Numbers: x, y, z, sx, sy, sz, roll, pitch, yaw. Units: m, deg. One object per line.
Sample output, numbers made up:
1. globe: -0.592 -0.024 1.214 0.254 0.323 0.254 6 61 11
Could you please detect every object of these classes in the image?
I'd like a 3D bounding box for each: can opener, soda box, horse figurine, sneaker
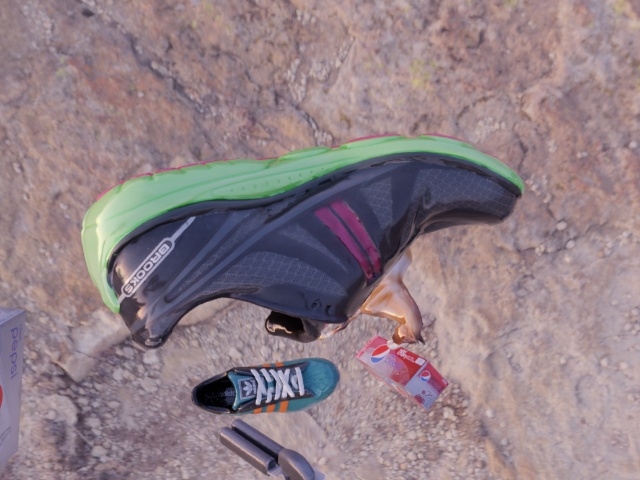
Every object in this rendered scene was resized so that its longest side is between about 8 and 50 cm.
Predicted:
1. can opener: -0.103 0.451 1.481 0.280 0.093 0.074 17 27 39
2. soda box: 0.188 0.307 1.657 0.083 0.263 0.092 -47 111 -11
3. horse figurine: 0.086 0.058 1.083 0.066 0.174 0.263 41 44 -31
4. sneaker: 0.000 0.000 0.759 0.483 0.185 0.202 -12 94 -17
5. sneaker: -0.113 0.298 1.389 0.302 0.121 0.108 -15 75 12
6. soda box: -0.601 0.266 1.254 0.091 0.098 0.286 8 100 2
